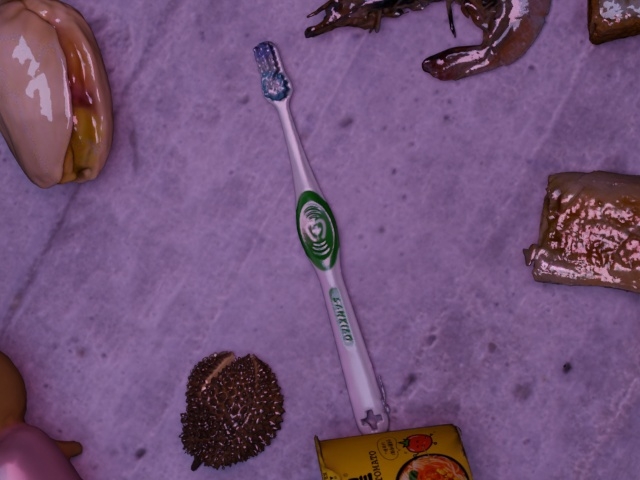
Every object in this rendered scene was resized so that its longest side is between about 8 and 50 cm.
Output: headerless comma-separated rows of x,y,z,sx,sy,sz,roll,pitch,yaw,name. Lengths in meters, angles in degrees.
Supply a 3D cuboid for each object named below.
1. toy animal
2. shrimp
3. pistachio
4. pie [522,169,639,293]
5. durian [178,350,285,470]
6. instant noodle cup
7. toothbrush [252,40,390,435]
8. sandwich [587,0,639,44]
-0.342,0.213,1.498,0.195,0.169,0.281,-30,80,-35,toy animal
0.110,-0.225,1.477,0.251,0.052,0.144,-17,92,7,shrimp
-0.277,-0.153,1.506,0.145,0.117,0.201,-10,99,46,pistachio
0.340,-0.001,1.440,0.282,0.068,0.129,6,75,9,pie
-0.101,0.183,1.510,0.110,0.071,0.140,32,100,6,durian
0.083,0.261,1.440,0.144,0.182,0.182,-14,90,0,instant noodle cup
0.001,0.000,1.510,0.042,0.040,0.418,-16,94,7,toothbrush
0.391,-0.317,1.415,0.273,0.095,0.249,-1,88,9,sandwich
